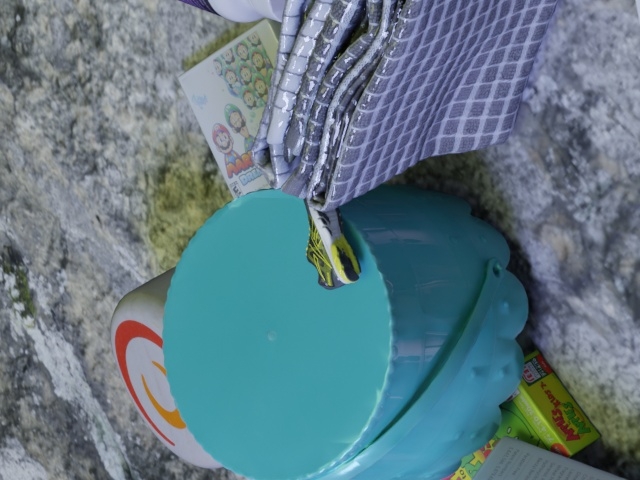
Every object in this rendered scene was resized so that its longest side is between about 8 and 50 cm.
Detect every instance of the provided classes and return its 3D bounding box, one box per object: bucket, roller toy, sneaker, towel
[{"bbox_3d":[0.015,0.081,1.469,0.281,0.183,0.281,-2,87,38],"label":"bucket"},{"bbox_3d":[-0.095,0.112,1.699,0.209,0.146,0.191,57,150,6],"label":"roller toy"},{"bbox_3d":[0.000,0.000,1.349,0.035,0.031,0.083,-32,69,32],"label":"sneaker"},{"bbox_3d":[0.076,-0.166,1.313,0.121,0.235,0.283,36,132,22],"label":"towel"}]

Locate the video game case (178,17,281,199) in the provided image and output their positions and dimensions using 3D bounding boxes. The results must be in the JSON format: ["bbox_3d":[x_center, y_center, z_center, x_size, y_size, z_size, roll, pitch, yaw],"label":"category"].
[{"bbox_3d":[-0.059,-0.118,1.644,0.157,0.019,0.143,-26,89,50],"label":"video game case"}]

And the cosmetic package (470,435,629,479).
[{"bbox_3d":[0.197,0.285,1.432,0.184,0.151,0.151,18,130,24],"label":"cosmetic package"}]

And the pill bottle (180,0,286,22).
[{"bbox_3d":[-0.086,-0.253,1.537,0.193,0.108,0.108,25,126,37],"label":"pill bottle"}]

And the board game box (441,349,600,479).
[{"bbox_3d":[0.157,0.182,1.544,0.092,0.043,0.181,54,138,12],"label":"board game box"}]

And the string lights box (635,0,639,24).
[{"bbox_3d":[0.342,-0.166,1.104,0.260,0.133,0.076,2,111,47],"label":"string lights box"}]
